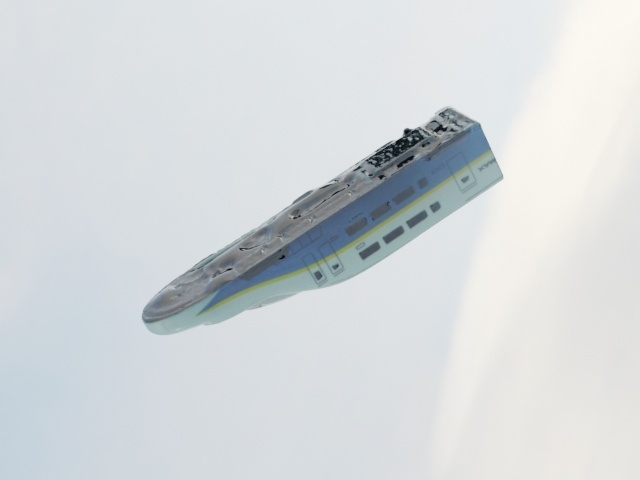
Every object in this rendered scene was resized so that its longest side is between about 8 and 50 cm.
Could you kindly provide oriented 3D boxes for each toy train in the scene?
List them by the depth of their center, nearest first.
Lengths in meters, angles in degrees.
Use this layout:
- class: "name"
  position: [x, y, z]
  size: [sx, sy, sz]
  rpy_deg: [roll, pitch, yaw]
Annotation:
- class: "toy train"
  position: [0.000, 0.000, 0.763]
  size: [0.234, 0.052, 0.051]
  rpy_deg: [-34, -65, -7]
